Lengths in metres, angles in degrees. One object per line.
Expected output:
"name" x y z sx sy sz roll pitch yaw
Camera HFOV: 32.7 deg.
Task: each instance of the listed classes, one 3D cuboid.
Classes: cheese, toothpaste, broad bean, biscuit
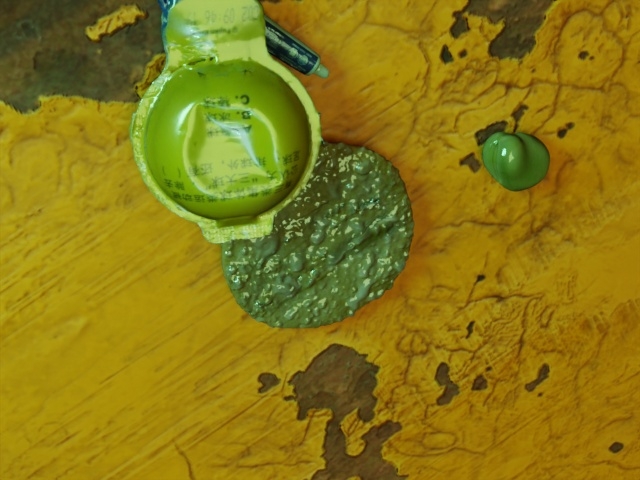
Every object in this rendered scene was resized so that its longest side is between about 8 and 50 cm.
"cheese" -0.088 -0.125 0.990 0.176 0.069 0.270 -9 113 -6
"toothpaste" -0.046 -0.188 1.007 0.140 0.021 0.037 30 107 -27
"broad bean" 0.208 -0.084 1.153 0.083 0.045 0.063 19 96 -37
"biscuit" 0.000 -0.001 1.119 0.219 0.033 0.220 -10 121 -16
